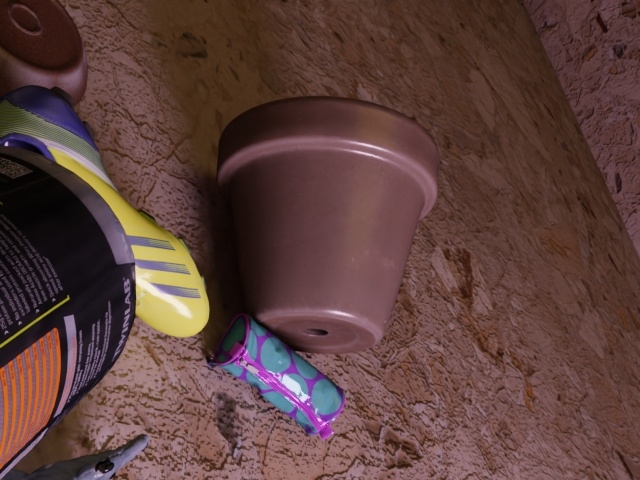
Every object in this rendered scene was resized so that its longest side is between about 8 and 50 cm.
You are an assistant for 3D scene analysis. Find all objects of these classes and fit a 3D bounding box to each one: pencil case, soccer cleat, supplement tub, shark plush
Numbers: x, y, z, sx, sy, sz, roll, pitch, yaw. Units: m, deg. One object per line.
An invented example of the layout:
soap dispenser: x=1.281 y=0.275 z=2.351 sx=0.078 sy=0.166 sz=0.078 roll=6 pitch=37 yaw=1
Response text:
pencil case: x=-0.044 y=0.144 z=1.002 sx=0.152 sy=0.064 sz=0.070 roll=41 pitch=17 yaw=-24
soccer cleat: x=-0.206 y=-0.004 z=0.859 sx=0.289 sy=0.093 sz=0.121 roll=57 pitch=28 yaw=-25
supplement tub: x=-0.256 y=0.064 z=0.560 sx=0.207 sy=0.207 sz=0.338 roll=53 pitch=15 yaw=-5
shark plush: x=-0.185 y=0.194 z=0.739 sx=0.161 sy=0.067 sz=0.073 roll=1 pitch=59 yaw=-56

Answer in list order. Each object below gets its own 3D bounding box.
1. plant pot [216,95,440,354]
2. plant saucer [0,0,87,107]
plant pot: x=0.000 y=0.000 z=1.073 sx=0.263 sy=0.263 sz=0.229 roll=27 pitch=59 yaw=-41
plant saucer: x=-0.320 y=-0.224 z=0.999 sx=0.199 sy=0.036 sz=0.198 roll=35 pitch=35 yaw=-30
